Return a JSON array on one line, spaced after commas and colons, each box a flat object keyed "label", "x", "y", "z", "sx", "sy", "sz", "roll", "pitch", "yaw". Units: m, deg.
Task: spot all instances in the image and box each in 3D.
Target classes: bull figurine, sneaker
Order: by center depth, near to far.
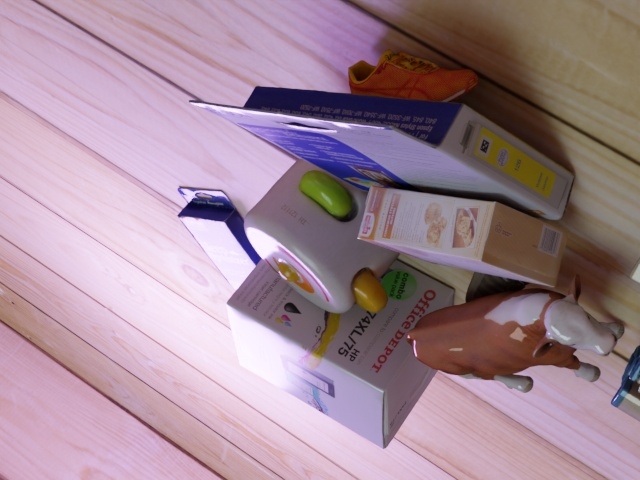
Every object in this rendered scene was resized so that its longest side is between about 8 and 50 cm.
[{"label": "sneaker", "x": 0.094, "y": -0.176, "z": 1.193, "sx": 0.175, "sy": 0.064, "sz": 0.067, "roll": 3, "pitch": 120, "yaw": 43}, {"label": "bull figurine", "x": 0.251, "y": 0.119, "z": 1.331, "sx": 0.188, "sy": 0.101, "sz": 0.310, "roll": 26, "pitch": 157, "yaw": -36}, {"label": "sneaker", "x": 0.232, "y": 0.047, "z": 1.367, "sx": 0.071, "sy": 0.066, "sz": 0.188, "roll": 29, "pitch": 153, "yaw": 15}]

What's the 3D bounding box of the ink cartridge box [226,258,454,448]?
[{"label": "ink cartridge box", "x": 0.034, "y": 0.133, "z": 1.613, "sx": 0.270, "sy": 0.198, "sz": 0.197, "roll": 27, "pitch": 151, "yaw": 20}]

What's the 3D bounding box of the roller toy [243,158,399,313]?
[{"label": "roller toy", "x": 0.000, "y": 0.000, "z": 1.467, "sx": 0.209, "sy": 0.146, "sz": 0.191, "roll": 50, "pitch": 164, "yaw": -25}]

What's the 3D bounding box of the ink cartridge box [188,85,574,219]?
[{"label": "ink cartridge box", "x": 0.068, "y": -0.110, "z": 1.181, "sx": 0.304, "sy": 0.072, "sz": 0.307, "roll": 13, "pitch": 171, "yaw": 44}]

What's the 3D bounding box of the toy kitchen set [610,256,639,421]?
[{"label": "toy kitchen set", "x": 0.392, "y": 0.089, "z": 1.236, "sx": 0.122, "sy": 0.166, "sz": 0.207, "roll": 31, "pitch": 117, "yaw": 14}]

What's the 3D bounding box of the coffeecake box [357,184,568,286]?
[{"label": "coffeecake box", "x": 0.160, "y": -0.006, "z": 1.236, "sx": 0.142, "sy": 0.068, "sz": 0.185, "roll": 18, "pitch": 175, "yaw": -43}]

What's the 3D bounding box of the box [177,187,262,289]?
[{"label": "box", "x": -0.155, "y": 0.005, "z": 1.839, "sx": 0.136, "sy": 0.036, "sz": 0.225, "roll": 7, "pitch": 139, "yaw": 48}]
